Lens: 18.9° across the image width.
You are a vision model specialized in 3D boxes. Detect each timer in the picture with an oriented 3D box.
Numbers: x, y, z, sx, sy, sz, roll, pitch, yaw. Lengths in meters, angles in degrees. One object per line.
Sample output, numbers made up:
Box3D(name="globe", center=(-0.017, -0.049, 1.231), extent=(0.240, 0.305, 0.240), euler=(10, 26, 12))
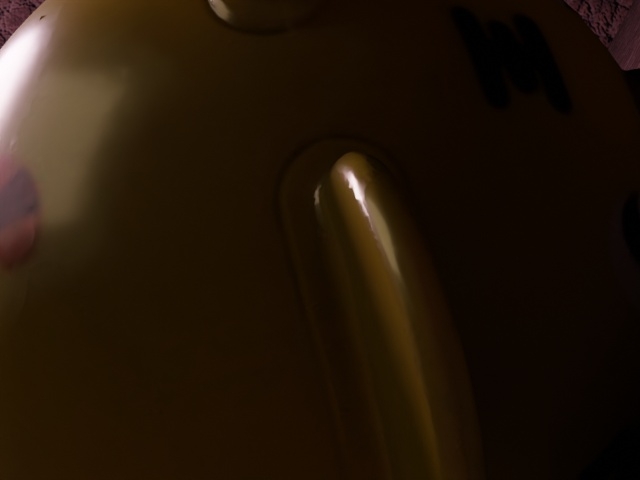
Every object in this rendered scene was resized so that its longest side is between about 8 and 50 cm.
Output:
Box3D(name="timer", center=(0.000, 0.000, 0.813), extent=(0.376, 0.376, 0.387), euler=(-60, -12, -28))

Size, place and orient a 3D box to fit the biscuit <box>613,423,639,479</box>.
Box3D(name="biscuit", center=(0.106, 0.112, 0.603), extent=(0.099, 0.038, 0.322), euler=(-65, -3, 24))
